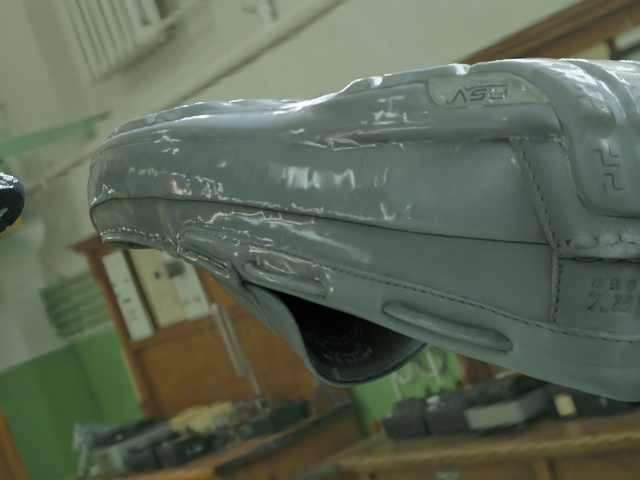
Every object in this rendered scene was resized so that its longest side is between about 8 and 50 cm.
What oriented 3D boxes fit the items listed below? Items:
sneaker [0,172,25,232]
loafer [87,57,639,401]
[{"bbox_3d":[-0.193,-0.022,0.609,0.109,0.043,0.040,-8,-38,15],"label":"sneaker"},{"bbox_3d":[0.000,0.000,0.479,0.112,0.111,0.319,-4,2,-33],"label":"loafer"}]
